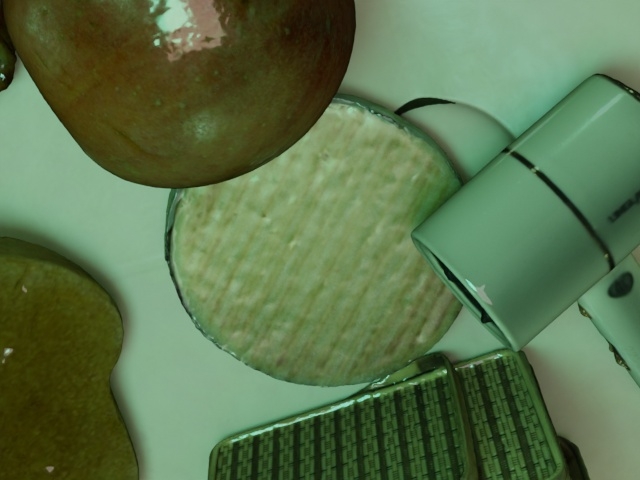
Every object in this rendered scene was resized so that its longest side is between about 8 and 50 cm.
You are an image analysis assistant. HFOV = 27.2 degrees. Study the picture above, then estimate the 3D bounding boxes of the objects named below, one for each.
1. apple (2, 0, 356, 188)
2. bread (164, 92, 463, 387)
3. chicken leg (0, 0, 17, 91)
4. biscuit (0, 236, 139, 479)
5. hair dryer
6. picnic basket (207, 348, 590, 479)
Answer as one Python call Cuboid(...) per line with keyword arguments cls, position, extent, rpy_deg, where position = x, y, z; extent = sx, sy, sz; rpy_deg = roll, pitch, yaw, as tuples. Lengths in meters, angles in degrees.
Cuboid(cls="apple", position=(-0.106, -0.162, 0.953), extent=(0.253, 0.253, 0.254), rpy_deg=(0, 110, 0))
Cuboid(cls="bread", position=(0.000, 0.000, 1.112), extent=(0.266, 0.040, 0.267), rpy_deg=(0, 110, 0))
Cuboid(cls="chicken leg", position=(-0.259, -0.212, 1.014), extent=(0.087, 0.107, 0.252), rpy_deg=(35, 103, 33))
Cuboid(cls="biscuit", position=(-0.278, 0.169, 1.116), extent=(0.287, 0.057, 0.344), rpy_deg=(19, 96, -37))
Cuboid(cls="hair dryer", position=(0.249, 0.057, 1.093), extent=(0.203, 0.128, 0.362), rpy_deg=(-41, 119, -3))
Cuboid(cls="picnic basket", position=(0.071, 0.233, 1.103), extent=(0.312, 0.228, 0.175), rpy_deg=(-18, 112, 8))
